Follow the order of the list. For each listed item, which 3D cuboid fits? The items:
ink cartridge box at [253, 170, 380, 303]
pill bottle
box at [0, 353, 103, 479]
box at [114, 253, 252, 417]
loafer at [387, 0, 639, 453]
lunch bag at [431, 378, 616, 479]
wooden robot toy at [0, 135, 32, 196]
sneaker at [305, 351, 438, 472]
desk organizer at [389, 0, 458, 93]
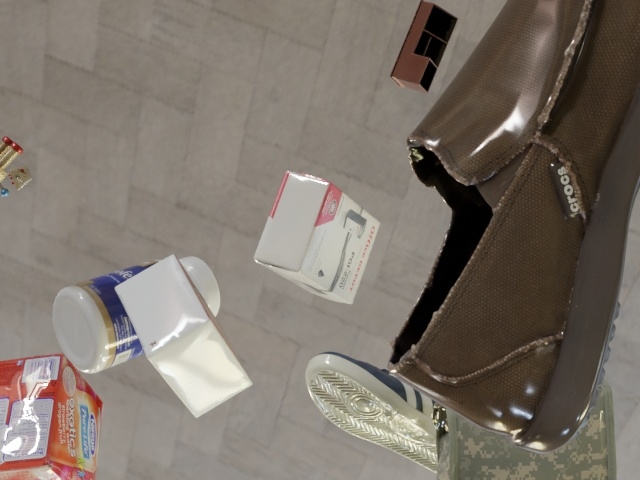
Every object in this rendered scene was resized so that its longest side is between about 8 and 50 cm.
[{"bbox_3d":[0.000,0.000,1.659,0.092,0.218,0.158,16,81,27],"label":"ink cartridge box"},{"bbox_3d":[-0.313,0.120,1.748,0.153,0.265,0.153,19,117,42],"label":"pill bottle"},{"bbox_3d":[-0.369,0.213,1.046,0.257,0.128,0.122,-8,143,7],"label":"box"},{"bbox_3d":[-0.177,0.126,1.317,0.091,0.130,0.170,-30,142,-5],"label":"box"},{"bbox_3d":[0.121,-0.062,0.596,0.130,0.134,0.365,12,85,-6],"label":"loafer"},{"bbox_3d":[0.278,0.318,1.394,0.235,0.169,0.286,-2,102,-2],"label":"lunch bag"},{"bbox_3d":[-0.503,-0.133,1.503,0.173,0.076,0.079,31,173,36],"label":"wooden robot toy"},{"bbox_3d":[0.132,0.245,1.592,0.350,0.148,0.131,34,137,-20],"label":"sneaker"},{"bbox_3d":[0.157,-0.292,1.524,0.050,0.047,0.130,21,87,27],"label":"desk organizer"}]
